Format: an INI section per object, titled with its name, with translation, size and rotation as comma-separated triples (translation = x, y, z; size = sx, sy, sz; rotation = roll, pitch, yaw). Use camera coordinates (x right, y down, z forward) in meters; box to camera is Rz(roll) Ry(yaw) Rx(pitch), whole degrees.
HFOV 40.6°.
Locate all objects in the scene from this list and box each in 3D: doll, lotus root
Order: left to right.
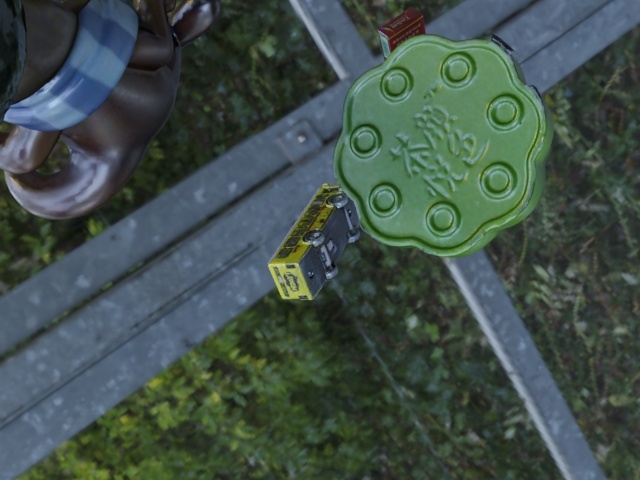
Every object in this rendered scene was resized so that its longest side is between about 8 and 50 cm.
[doll]
translation = -0.259, -0.167, 0.757
size = 0.209, 0.318, 0.340
rotation = 50, -175, 15
[lotus root]
translation = 0.126, -0.073, 0.749
size = 0.186, 0.186, 0.186
rotation = 44, 156, 25

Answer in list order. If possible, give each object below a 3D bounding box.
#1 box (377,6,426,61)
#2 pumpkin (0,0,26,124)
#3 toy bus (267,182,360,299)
[box]
translation = 0.098, -0.222, 1.003
size = 0.023, 0.051, 0.082
rotation = 47, 166, 38
[pumpkin]
translation = -0.209, -0.074, 0.290
size = 0.212, 0.211, 0.152
rotation = 52, -173, 6
[toy bus]
translation = 0.000, 0.000, 1.337
size = 0.074, 0.226, 0.081
rotation = -6, 123, 29
